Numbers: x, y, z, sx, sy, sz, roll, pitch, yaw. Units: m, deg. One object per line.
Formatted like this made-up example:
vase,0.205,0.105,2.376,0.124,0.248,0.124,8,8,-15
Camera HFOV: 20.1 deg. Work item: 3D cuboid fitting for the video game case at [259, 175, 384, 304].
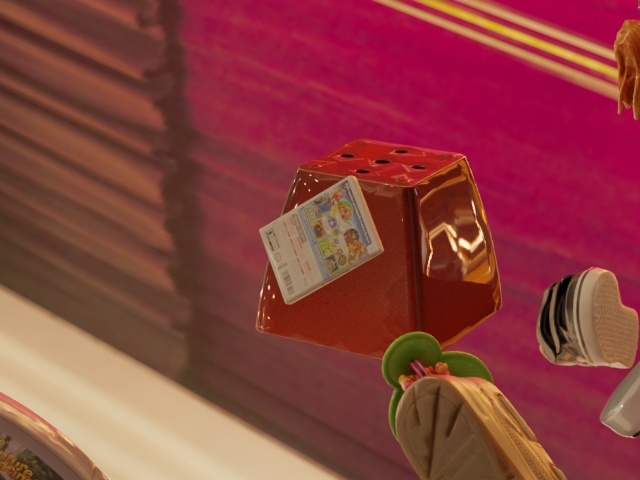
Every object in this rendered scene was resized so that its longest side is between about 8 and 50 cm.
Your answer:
video game case,0.000,0.000,1.830,0.122,0.087,0.011,-30,-23,25

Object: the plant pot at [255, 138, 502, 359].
plant pot,0.084,0.000,2.514,0.267,0.267,0.236,-30,-55,-54

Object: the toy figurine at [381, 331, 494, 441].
toy figurine,0.153,0.196,1.943,0.130,0.159,0.173,-37,-58,-4

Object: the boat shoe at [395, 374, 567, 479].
boat shoe,0.197,0.263,1.622,0.110,0.341,0.121,-1,-35,-49

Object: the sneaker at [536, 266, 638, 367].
sneaker,0.360,0.116,2.532,0.321,0.127,0.126,43,-124,-66

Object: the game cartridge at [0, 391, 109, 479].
game cartridge,-0.367,0.266,1.960,0.196,0.294,0.060,-51,12,13

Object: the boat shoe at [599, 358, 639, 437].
boat shoe,0.331,0.127,1.580,0.113,0.105,0.306,-52,-12,17

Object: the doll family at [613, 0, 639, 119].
doll family,0.326,-0.123,1.450,0.163,0.263,0.118,43,-100,-36
